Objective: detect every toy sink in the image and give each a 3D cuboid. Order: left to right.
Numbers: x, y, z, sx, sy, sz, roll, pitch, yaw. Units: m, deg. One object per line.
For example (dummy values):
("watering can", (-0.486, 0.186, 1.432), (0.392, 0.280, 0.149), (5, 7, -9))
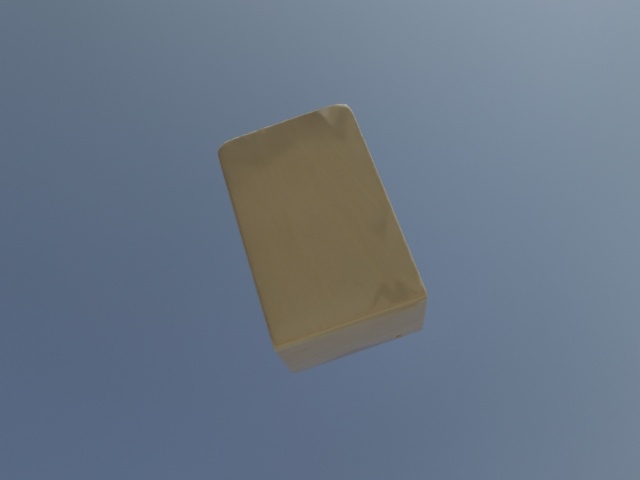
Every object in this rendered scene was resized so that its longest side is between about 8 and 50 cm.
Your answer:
("toy sink", (0.000, 0.000, 0.672), (0.153, 0.234, 0.131), (-19, -24, -2))
